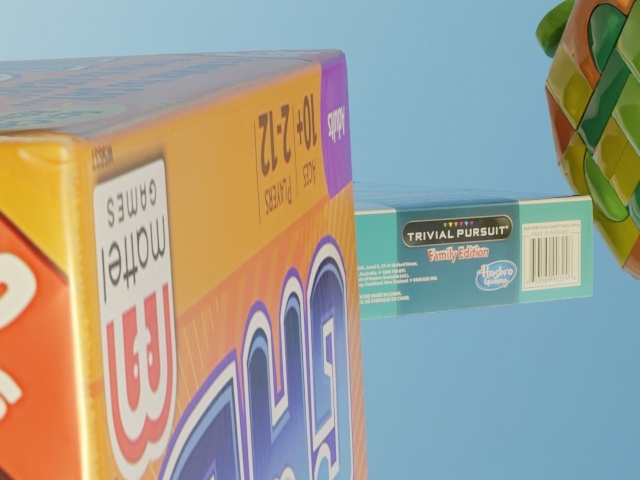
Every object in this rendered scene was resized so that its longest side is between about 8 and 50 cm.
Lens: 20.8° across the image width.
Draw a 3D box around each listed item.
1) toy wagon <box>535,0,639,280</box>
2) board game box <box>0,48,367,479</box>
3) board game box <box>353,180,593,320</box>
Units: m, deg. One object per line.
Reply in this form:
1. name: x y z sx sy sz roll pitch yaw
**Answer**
1. toy wagon: 0.250 -0.117 1.180 0.267 0.068 0.344 62 -22 27
2. board game box: -0.182 0.132 0.525 0.356 0.356 0.356 -45 133 -78
3. board game box: 0.000 0.000 1.331 0.336 0.254 0.079 7 -81 55
